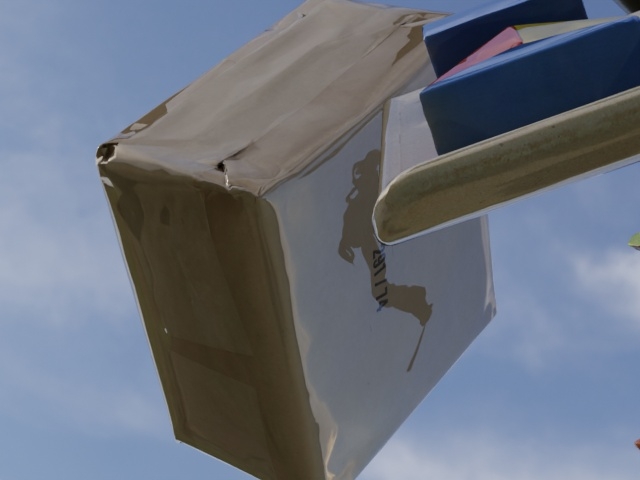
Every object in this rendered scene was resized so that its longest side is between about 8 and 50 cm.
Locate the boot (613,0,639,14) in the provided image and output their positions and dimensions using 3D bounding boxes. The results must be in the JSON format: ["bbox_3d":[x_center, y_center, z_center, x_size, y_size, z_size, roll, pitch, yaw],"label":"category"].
[{"bbox_3d":[0.355,-0.319,1.586,0.260,0.348,0.131,5,-56,-46],"label":"boot"}]

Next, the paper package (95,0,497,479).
[{"bbox_3d":[0.000,0.000,1.130,0.168,0.309,0.325,17,-47,34],"label":"paper package"}]

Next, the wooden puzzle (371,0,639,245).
[{"bbox_3d":[0.177,-0.114,0.733,0.322,0.348,0.080,-19,-80,9],"label":"wooden puzzle"}]

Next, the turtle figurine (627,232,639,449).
[{"bbox_3d":[0.370,0.071,1.223,0.269,0.087,0.217,-31,-79,13],"label":"turtle figurine"}]
